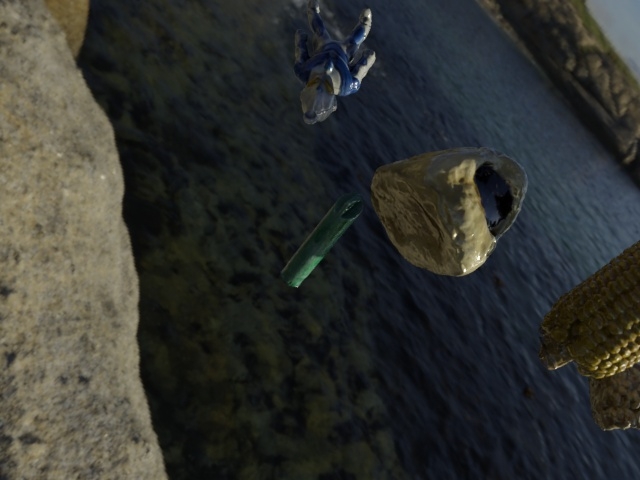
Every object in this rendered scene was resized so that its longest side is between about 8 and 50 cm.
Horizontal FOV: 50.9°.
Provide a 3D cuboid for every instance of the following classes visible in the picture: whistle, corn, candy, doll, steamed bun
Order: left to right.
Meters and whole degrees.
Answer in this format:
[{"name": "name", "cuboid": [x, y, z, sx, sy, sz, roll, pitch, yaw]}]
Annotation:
[{"name": "whistle", "cuboid": [0.000, 0.000, 0.952, 0.039, 0.186, 0.039, 21, 42, -20]}, {"name": "doll", "cuboid": [0.015, -0.235, 0.891, 0.113, 0.057, 0.227, 14, 58, -5]}, {"name": "steamed bun", "cuboid": [0.165, -0.054, 0.804, 0.172, 0.155, 0.141, 16, -48, 66]}, {"name": "candy", "cuboid": [0.418, 0.209, 0.939, 0.085, 0.110, 0.095, 6, 0, 3]}, {"name": "corn", "cuboid": [0.398, 0.053, 0.800, 0.119, 0.322, 0.119, 43, 16, -15]}]
